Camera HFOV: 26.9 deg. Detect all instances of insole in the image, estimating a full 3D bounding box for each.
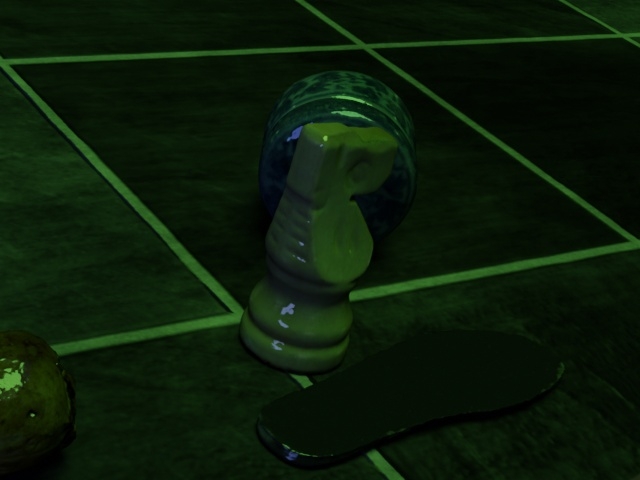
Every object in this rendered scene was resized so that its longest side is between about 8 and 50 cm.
[{"bbox_3d":[0.079,0.120,1.059,0.309,0.012,0.110,-15,41,-42],"label":"insole"}]

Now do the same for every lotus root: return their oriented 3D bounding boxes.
[{"bbox_3d":[-0.247,0.112,0.843,0.191,0.094,0.108,-10,2,-30],"label":"lotus root"}]

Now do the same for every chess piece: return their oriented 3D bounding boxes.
[{"bbox_3d":[0.000,0.000,1.040,0.090,0.200,0.090,12,29,-7],"label":"chess piece"}]

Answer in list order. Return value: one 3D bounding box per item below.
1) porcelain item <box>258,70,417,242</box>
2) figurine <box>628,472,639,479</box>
[{"bbox_3d":[0.016,-0.072,1.234,0.147,0.147,0.114,12,30,-4],"label":"porcelain item"},{"bbox_3d":[0.240,0.210,0.808,0.173,0.173,0.173,11,28,-6],"label":"figurine"}]
